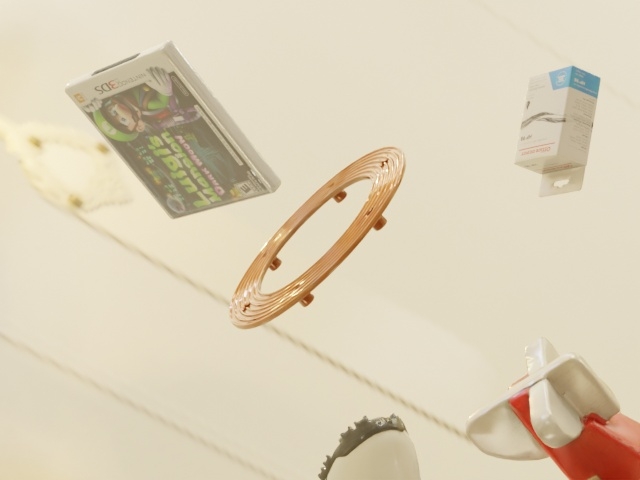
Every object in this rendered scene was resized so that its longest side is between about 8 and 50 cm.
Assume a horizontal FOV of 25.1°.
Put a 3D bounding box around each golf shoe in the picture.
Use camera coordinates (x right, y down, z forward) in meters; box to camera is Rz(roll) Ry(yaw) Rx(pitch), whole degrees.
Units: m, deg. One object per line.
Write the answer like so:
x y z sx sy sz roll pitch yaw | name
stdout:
0.043 0.210 0.927 0.077 0.198 0.094 -7 -158 -28 | golf shoe

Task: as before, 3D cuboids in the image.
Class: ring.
0.000 0.000 1.997 0.032 0.336 0.336 44 -141 -16 | ring

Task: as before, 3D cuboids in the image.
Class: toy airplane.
0.315 0.289 1.544 0.386 0.272 0.384 4 -144 -47 | toy airplane

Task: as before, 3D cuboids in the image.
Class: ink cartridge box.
0.354 -0.163 2.168 0.060 0.104 0.180 19 -105 -29 | ink cartridge box

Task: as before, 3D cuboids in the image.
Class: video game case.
-0.154 -0.108 1.491 0.190 0.173 0.022 52 -129 -23 | video game case
